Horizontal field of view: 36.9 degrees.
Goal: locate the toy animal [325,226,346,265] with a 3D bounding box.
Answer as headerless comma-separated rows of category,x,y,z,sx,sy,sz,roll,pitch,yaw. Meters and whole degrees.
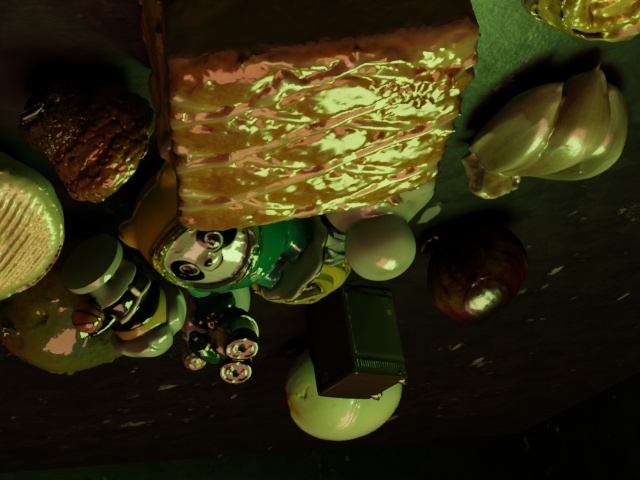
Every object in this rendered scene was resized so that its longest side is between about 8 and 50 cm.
toy animal,-0.004,0.004,1.926,0.366,0.081,0.206,0,-174,-19

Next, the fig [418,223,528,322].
fig,0.336,0.067,2.104,0.235,0.235,0.214,-18,117,14

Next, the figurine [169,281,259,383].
figurine,-0.207,0.147,1.934,0.167,0.370,0.281,5,112,-23

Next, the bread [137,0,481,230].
bread,-0.032,-0.219,1.251,0.389,0.279,0.371,-7,153,-9

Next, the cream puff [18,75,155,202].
cream puff,-0.352,-0.163,1.381,0.169,0.183,0.183,34,133,-31

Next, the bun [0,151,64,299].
bun,-0.557,-0.032,1.557,0.287,0.146,0.287,-13,133,-14

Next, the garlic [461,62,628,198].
garlic,0.420,-0.181,1.714,0.279,0.132,0.325,-2,160,-39

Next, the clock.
clock,-0.041,0.099,2.189,0.236,0.057,0.237,-10,154,-5

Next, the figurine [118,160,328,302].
figurine,-0.175,-0.022,1.701,0.340,0.231,0.324,23,122,-35

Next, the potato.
potato,-0.451,0.130,1.848,0.359,0.219,0.270,17,103,-51

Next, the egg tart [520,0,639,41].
egg tart,0.420,-0.366,1.353,0.278,0.095,0.279,-9,158,-4

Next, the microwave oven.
microwave oven,0.086,0.255,2.357,0.178,0.248,0.188,9,148,-31

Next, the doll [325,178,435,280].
doll,0.115,-0.042,1.766,0.221,0.221,0.251,9,139,-38

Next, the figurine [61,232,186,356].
figurine,-0.343,0.115,1.692,0.133,0.176,0.236,8,149,39

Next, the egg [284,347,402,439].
egg,0.075,0.400,2.623,0.345,0.283,0.283,-4,157,-45
